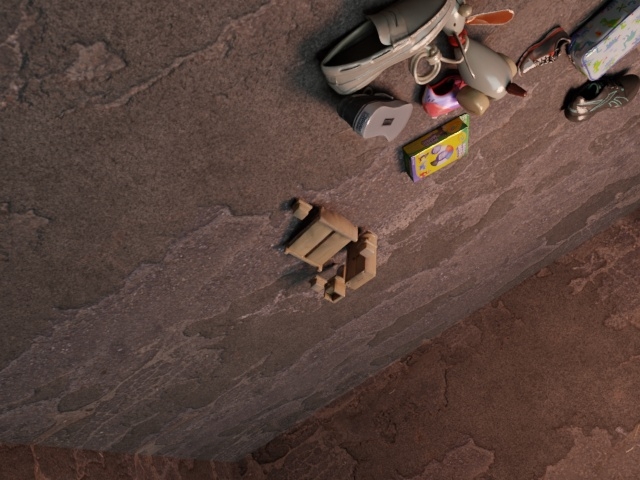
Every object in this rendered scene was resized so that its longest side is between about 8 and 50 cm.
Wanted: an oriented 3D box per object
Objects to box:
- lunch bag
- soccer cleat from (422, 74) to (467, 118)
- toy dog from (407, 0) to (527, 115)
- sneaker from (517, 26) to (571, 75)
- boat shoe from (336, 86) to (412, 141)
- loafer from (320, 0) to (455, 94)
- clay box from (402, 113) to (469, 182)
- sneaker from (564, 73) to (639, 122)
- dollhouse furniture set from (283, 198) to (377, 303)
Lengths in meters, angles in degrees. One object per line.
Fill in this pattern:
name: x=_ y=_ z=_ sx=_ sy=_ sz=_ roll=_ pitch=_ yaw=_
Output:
lunch bag: x=0.820 y=-0.575 z=1.493 sx=0.219 sy=0.090 sz=0.176 roll=-44 pitch=144 yaw=21
soccer cleat: x=0.383 y=-0.404 z=1.391 sx=0.248 sy=0.083 sz=0.095 roll=-22 pitch=142 yaw=-8
toy dog: x=0.381 y=-0.423 z=1.229 sx=0.333 sy=0.161 sz=0.220 roll=12 pitch=104 yaw=-43
sneaker: x=0.613 y=-0.509 z=1.440 sx=0.158 sy=0.065 sz=0.061 roll=-46 pitch=145 yaw=23
boat shoe: x=0.132 y=-0.309 z=1.290 sx=0.306 sy=0.105 sz=0.113 roll=-27 pitch=149 yaw=-56
loafer: x=0.141 y=-0.436 z=1.119 sx=0.319 sy=0.112 sz=0.111 roll=-37 pitch=156 yaw=12
clay box: x=0.358 y=-0.275 z=1.568 sx=0.222 sy=0.053 sz=0.127 roll=-28 pitch=148 yaw=-2
sneaker: x=0.925 y=-0.477 z=1.703 sx=0.267 sy=0.101 sz=0.106 roll=-28 pitch=145 yaw=-4
dollhouse furniture set: x=0.000 y=0.000 z=1.674 sx=0.355 sy=0.174 sz=0.303 roll=30 pitch=132 yaw=-22
